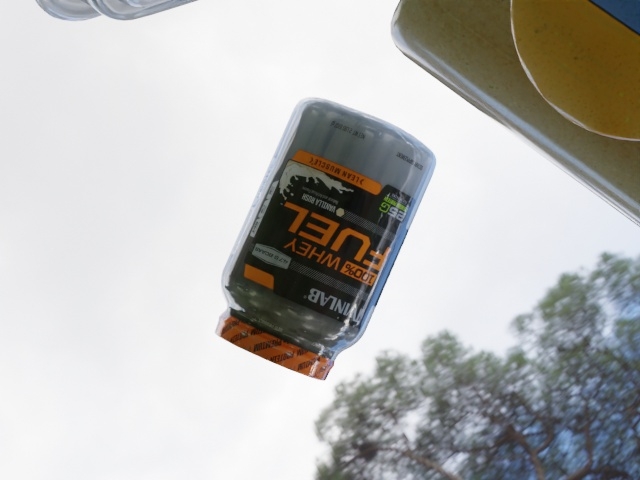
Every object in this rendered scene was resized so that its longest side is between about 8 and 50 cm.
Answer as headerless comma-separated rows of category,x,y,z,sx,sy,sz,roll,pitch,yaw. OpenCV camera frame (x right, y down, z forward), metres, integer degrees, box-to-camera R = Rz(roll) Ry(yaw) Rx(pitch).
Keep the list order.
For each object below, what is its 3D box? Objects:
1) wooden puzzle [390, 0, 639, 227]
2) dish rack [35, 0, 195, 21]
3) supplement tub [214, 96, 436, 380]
wooden puzzle,0.212,-0.088,0.414,0.322,0.080,0.348,37,-46,5
dish rack,-0.019,-0.274,0.727,0.072,0.333,0.285,34,-48,26
supplement tub,0.000,0.000,0.907,0.117,0.117,0.190,22,-92,22
